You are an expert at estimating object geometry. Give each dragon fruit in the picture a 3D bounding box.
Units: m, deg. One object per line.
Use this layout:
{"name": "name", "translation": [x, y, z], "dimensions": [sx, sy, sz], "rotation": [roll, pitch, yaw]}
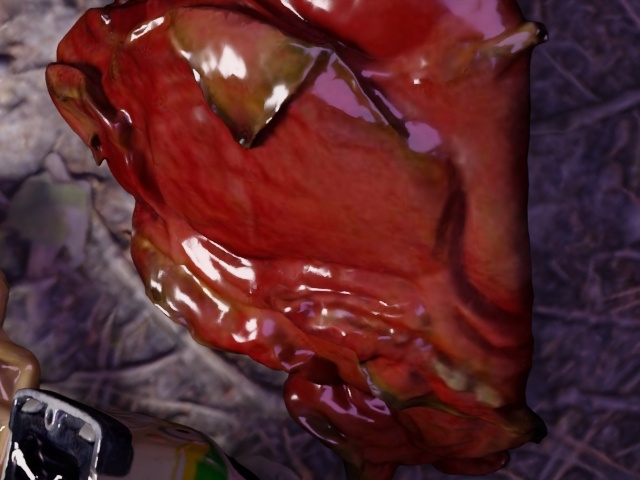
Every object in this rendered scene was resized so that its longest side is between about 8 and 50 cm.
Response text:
{"name": "dragon fruit", "translation": [-0.010, 0.002, 1.017], "dimensions": [0.228, 0.286, 0.329], "rotation": [-10, 98, -11]}

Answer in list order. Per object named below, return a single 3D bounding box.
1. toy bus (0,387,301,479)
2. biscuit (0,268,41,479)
{"name": "toy bus", "translation": [-0.109, 0.246, 1.057], "dimensions": [0.179, 0.143, 0.305], "rotation": [11, 89, -28]}
{"name": "biscuit", "translation": [-0.251, 0.126, 1.101], "dimensions": [0.204, 0.040, 0.309], "rotation": [-11, 88, -23]}
